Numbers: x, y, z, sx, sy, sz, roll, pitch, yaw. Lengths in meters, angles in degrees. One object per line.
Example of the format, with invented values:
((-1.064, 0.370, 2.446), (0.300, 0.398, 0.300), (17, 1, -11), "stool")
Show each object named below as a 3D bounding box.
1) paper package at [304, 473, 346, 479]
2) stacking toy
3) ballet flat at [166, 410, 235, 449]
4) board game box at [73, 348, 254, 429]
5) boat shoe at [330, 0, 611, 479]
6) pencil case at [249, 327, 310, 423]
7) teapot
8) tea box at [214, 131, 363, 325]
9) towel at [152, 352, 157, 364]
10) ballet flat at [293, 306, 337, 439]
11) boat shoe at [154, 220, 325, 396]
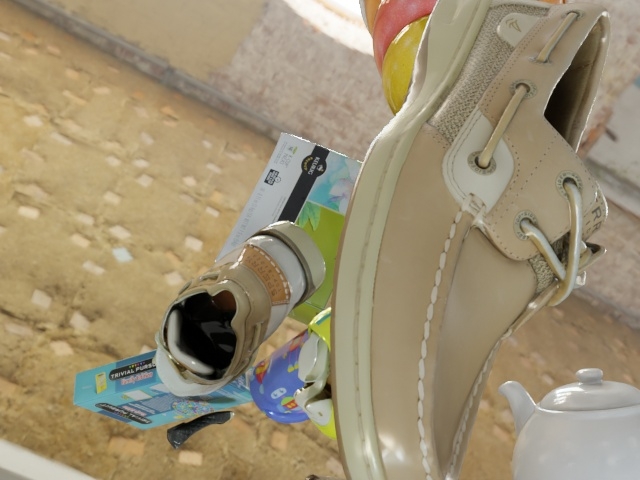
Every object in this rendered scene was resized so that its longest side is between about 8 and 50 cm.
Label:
((0.060, 0.605, 1.418), (0.310, 0.324, 0.168), (19, -168, -35), "paper package")
((0.194, -0.254, 1.180), (0.351, 0.350, 0.479), (26, -130, -12), "stacking toy")
((-0.261, 0.411, 1.738), (0.173, 0.057, 0.049), (-13, -103, -40), "ballet flat")
((-0.344, 0.332, 1.806), (0.254, 0.336, 0.079), (44, -146, -53), "board game box")
((0.092, -0.021, 0.417), (0.110, 0.121, 0.341), (4, -126, 22), "boat shoe")
((0.011, 0.197, 1.237), (0.133, 0.306, 0.119), (46, -135, -5), "pencil case")
((0.362, 0.257, 1.010), (0.256, 0.187, 0.252), (-7, 177, 13), "teapot")
((0.000, 0.000, 1.699), (0.324, 0.328, 0.220), (22, 163, 9), "tea box")
((-0.208, 0.167, 1.324), (0.110, 0.027, 0.148), (36, -125, -23), "towel")
((0.000, 0.196, 1.117), (0.077, 0.230, 0.077), (-21, -141, -39), "ballet flat")
((-0.113, 0.088, 0.796), (0.113, 0.302, 0.103), (49, -133, 9), "boat shoe")
